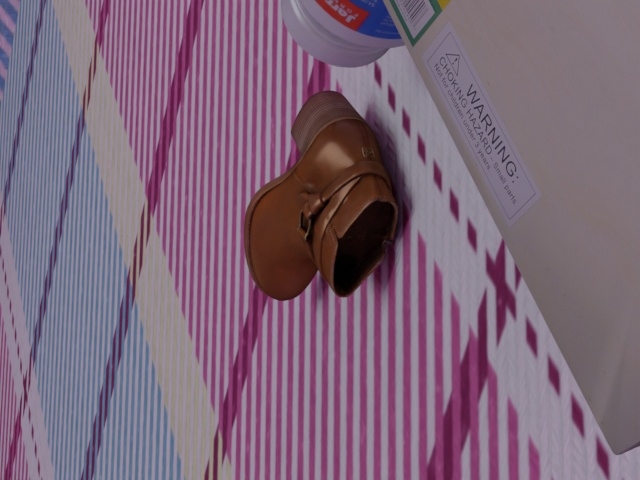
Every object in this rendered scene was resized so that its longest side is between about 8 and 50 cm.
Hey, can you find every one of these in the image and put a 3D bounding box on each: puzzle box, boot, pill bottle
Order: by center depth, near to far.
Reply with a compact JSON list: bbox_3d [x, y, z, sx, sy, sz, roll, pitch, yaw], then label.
[{"bbox_3d":[0.128,-0.126,0.920,0.409,0.052,0.272,65,153,13],"label":"puzzle box"},{"bbox_3d":[0.050,-0.206,1.315,0.221,0.124,0.124,129,143,-59],"label":"pill bottle"},{"bbox_3d":[0.000,0.000,1.487,0.152,0.073,0.197,-115,33,-50],"label":"boot"}]
